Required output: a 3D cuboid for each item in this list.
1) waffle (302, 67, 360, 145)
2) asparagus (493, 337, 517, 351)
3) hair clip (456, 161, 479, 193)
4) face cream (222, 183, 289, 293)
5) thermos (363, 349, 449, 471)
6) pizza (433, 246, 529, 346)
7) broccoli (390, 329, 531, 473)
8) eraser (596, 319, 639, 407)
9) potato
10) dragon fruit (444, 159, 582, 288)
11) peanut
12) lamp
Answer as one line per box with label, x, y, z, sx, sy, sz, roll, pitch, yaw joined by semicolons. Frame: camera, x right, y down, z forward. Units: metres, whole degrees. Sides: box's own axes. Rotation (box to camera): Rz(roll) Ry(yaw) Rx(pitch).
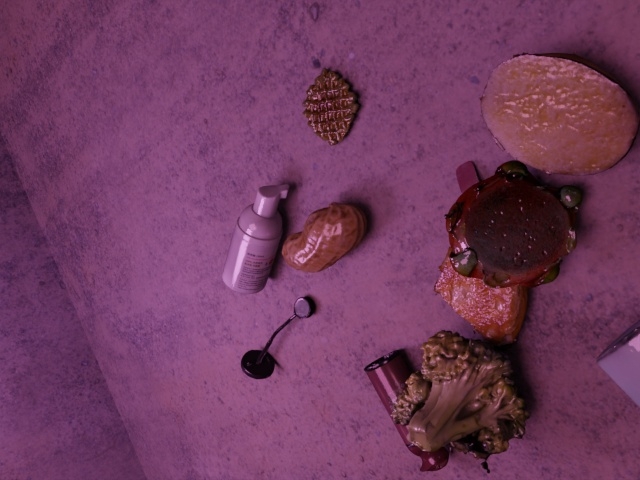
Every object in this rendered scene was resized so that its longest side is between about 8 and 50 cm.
waffle;0.022;-0.350;1.713;0.169;0.036;0.183;47;131;21
asparagus;0.393;0.274;1.619;0.236;0.027;0.034;-24;100;45
hair clip;0.355;-0.114;1.508;0.054;0.022;0.137;-26;88;42
face cream;-0.189;-0.021;1.959;0.145;0.145;0.369;38;127;26
thermos;0.256;0.463;1.775;0.330;0.136;0.109;61;162;6
pizza;0.369;0.087;1.525;0.226;0.086;0.335;-9;100;41
broccoli;0.321;0.386;1.522;0.293;0.281;0.347;39;144;27
eraser;0.711;0.286;1.278;0.290;0.104;0.189;49;128;17
potato;0.471;-0.255;1.286;0.299;0.116;0.239;25;128;21
dragon fruit;0.404;-0.026;1.372;0.295;0.130;0.268;-22;82;7
peanut;0.000;0.000;1.797;0.325;0.140;0.153;-29;98;46
lamp;-0.120;0.300;2.093;0.130;0.109;0.371;52;119;31
